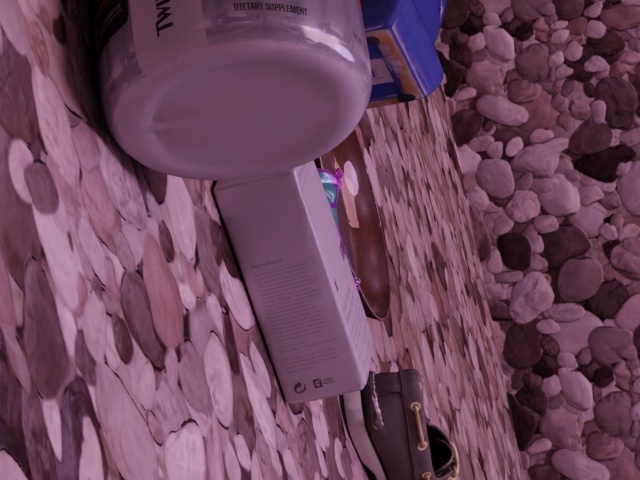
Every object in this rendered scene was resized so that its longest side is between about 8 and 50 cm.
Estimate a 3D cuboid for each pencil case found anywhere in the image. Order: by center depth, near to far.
[{"bbox_3d":[0.000,0.000,1.850,0.064,0.070,0.152,53,25,-64],"label":"pencil case"}]

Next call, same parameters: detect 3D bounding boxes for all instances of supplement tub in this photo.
[{"bbox_3d":[-0.081,-0.235,1.379,0.207,0.207,0.338,56,22,-60],"label":"supplement tub"}]

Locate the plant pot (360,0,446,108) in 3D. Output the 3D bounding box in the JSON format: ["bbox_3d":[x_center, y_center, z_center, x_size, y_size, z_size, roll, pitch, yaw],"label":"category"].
[{"bbox_3d":[0.007,-0.256,1.809,0.236,0.236,0.212,55,29,-63],"label":"plant pot"}]

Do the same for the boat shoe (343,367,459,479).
[{"bbox_3d":[0.109,0.254,2.017,0.305,0.091,0.109,65,15,-44],"label":"boat shoe"}]

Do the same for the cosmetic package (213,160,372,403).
[{"bbox_3d":[-0.022,0.025,1.670,0.117,0.085,0.231,-80,155,-66],"label":"cosmetic package"}]

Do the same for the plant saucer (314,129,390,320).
[{"bbox_3d":[0.017,-0.052,2.060,0.310,0.050,0.311,-14,90,-80],"label":"plant saucer"}]
